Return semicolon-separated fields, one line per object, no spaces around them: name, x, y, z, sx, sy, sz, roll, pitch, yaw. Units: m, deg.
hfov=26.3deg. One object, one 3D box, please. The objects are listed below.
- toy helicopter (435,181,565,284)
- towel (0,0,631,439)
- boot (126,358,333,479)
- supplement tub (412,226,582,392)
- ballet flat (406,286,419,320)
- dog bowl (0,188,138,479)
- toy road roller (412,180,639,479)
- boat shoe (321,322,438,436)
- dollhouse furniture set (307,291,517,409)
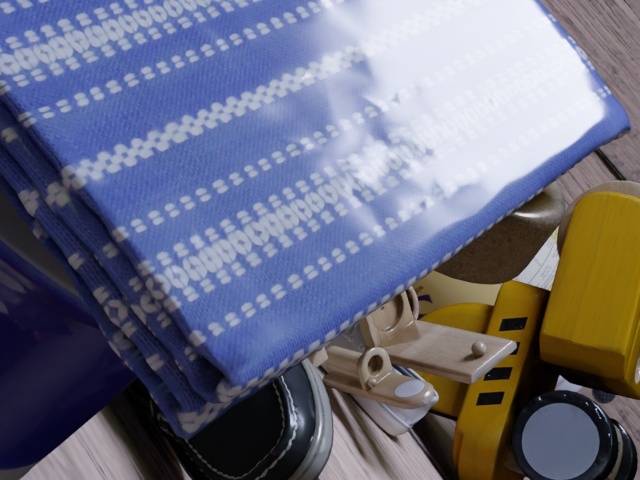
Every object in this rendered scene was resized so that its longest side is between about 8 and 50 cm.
toy helicopter;-0.054;-0.106;0.537;0.355;0.140;0.235;42;27;23
towel;-0.066;-0.120;0.449;0.336;0.040;0.243;50;45;8
boot;-0.099;0.027;0.679;0.178;0.085;0.236;43;5;-36
supplement tub;0.175;0.033;1.625;0.331;0.241;0.241;49;8;-17
ballet flat;0.000;0.000;1.197;0.106;0.108;0.316;15;-17;37
dog bowl;-0.167;-0.037;0.501;0.265;0.104;0.265;50;8;-9
toy road roller;0.210;0.098;1.355;0.240;0.330;0.202;15;-8;23
boat shoe;0.036;0.096;1.192;0.184;0.063;0.066;49;8;-20
dollhouse furniture set;0.047;0.048;1.074;0.123;0.144;0.151;10;-54;48
